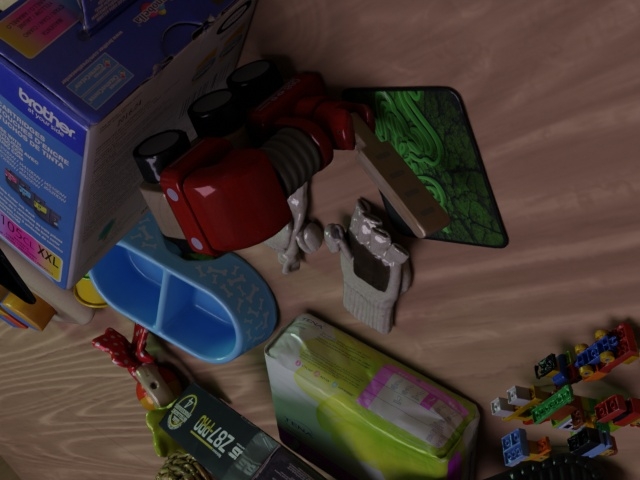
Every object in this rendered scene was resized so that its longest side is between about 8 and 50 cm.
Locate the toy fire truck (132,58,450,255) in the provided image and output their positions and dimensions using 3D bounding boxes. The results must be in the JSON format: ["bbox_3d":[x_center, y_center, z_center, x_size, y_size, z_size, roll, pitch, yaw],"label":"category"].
[{"bbox_3d":[-0.020,-0.061,0.964,0.246,0.217,0.158,9,132,42],"label":"toy fire truck"}]

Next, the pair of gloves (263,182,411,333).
[{"bbox_3d":[0.000,0.000,1.173,0.240,0.042,0.204,37,147,16],"label":"pair of gloves"}]

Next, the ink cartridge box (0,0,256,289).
[{"bbox_3d":[-0.214,-0.160,1.026,0.151,0.270,0.395,38,147,3],"label":"ink cartridge box"}]

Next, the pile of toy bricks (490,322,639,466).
[{"bbox_3d":[0.280,0.177,1.015,0.105,0.118,0.212,14,143,-22],"label":"pile of toy bricks"}]

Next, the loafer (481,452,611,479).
[{"bbox_3d":[0.181,0.366,1.172,0.366,0.134,0.130,-18,132,21],"label":"loafer"}]

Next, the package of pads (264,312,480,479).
[{"bbox_3d":[0.065,0.246,1.315,0.296,0.101,0.229,26,143,27],"label":"package of pads"}]

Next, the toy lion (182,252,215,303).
[{"bbox_3d":[-0.176,0.046,1.439,0.100,0.034,0.096,51,141,-7],"label":"toy lion"}]

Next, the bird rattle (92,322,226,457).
[{"bbox_3d":[-0.296,0.258,1.728,0.253,0.143,0.207,45,164,7],"label":"bird rattle"}]

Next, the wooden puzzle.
[{"bbox_3d":[-0.619,0.073,1.843,0.322,0.080,0.348,42,153,-24],"label":"wooden puzzle"}]

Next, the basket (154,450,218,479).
[{"bbox_3d":[-0.218,0.501,1.771,0.213,0.223,0.299,30,148,-3],"label":"basket"}]

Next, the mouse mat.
[{"bbox_3d":[0.105,-0.073,1.005,0.152,0.007,0.190,8,131,45],"label":"mouse mat"}]

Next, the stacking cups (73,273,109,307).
[{"bbox_3d":[-0.354,-0.038,1.508,0.096,0.096,0.316,28,139,26],"label":"stacking cups"}]

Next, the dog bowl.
[{"bbox_3d":[-0.206,0.069,1.405,0.297,0.074,0.166,28,131,14],"label":"dog bowl"}]

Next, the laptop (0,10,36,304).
[{"bbox_3d":[-0.565,-0.168,1.526,0.382,0.236,0.408,30,155,25],"label":"laptop"}]

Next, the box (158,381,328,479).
[{"bbox_3d":[-0.019,0.380,1.413,0.395,0.097,0.318,44,165,-26],"label":"box"}]
